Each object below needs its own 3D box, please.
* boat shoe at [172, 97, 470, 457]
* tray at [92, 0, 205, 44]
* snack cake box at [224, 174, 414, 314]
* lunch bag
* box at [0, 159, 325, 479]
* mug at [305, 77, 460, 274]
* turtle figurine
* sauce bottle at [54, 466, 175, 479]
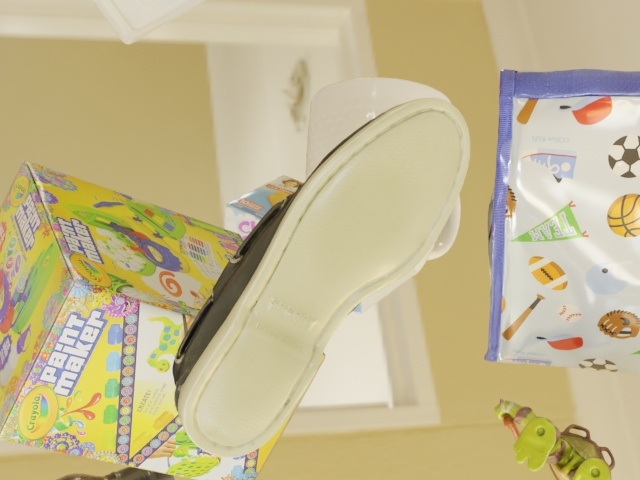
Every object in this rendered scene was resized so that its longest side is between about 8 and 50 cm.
[{"bbox_3d":[-0.010,0.017,0.897,0.340,0.127,0.113,-58,-152,0],"label":"boat shoe"},{"bbox_3d":[-0.166,-0.356,1.342,0.145,0.270,0.030,55,10,-43],"label":"tray"},{"bbox_3d":[0.000,0.000,1.641,0.264,0.152,0.089,23,-55,27],"label":"snack cake box"},{"bbox_3d":[0.362,-0.039,1.253,0.385,0.328,0.239,81,15,-45],"label":"lunch bag"},{"bbox_3d":[-0.196,0.084,1.130,0.177,0.279,0.290,-61,-148,14],"label":"box"},{"bbox_3d":[0.141,-0.090,2.049,0.276,0.374,0.328,-11,-111,43],"label":"mug"},{"bbox_3d":[0.298,0.268,1.225,0.269,0.087,0.217,53,4,21],"label":"turtle figurine"},{"bbox_3d":[-0.349,0.367,1.359,0.111,0.344,0.111,52,-28,43],"label":"sauce bottle"}]
